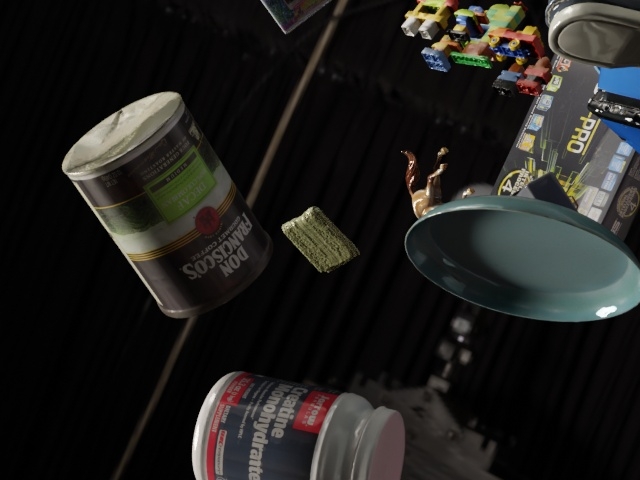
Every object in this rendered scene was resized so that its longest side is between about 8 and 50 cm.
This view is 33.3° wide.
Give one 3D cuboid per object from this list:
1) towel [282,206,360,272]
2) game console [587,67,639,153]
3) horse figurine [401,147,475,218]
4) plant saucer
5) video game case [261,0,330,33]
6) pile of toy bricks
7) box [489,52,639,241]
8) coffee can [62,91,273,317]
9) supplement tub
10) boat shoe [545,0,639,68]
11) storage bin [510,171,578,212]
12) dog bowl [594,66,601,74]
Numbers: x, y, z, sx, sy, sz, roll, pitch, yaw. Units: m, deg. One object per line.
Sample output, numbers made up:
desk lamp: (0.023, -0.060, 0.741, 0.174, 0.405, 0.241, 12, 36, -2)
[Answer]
towel: (0.000, 0.000, 2.210, 0.148, 0.110, 0.027, 45, -141, -20)
game console: (0.534, -0.207, 1.514, 0.250, 0.173, 0.293, 34, -178, -28)
horse figurine: (0.245, -0.068, 2.139, 0.066, 0.174, 0.263, -12, -128, -39)
plant saucer: (0.270, 0.022, 1.414, 0.317, 0.044, 0.318, 15, 156, 7)
video game case: (-0.043, -0.485, 1.975, 0.143, 0.157, 0.019, 54, -171, -1)
pile of toy bricks: (0.222, -0.268, 1.376, 0.212, 0.105, 0.118, 22, 159, 44)
box: (0.525, -0.176, 2.127, 0.097, 0.395, 0.318, 23, -175, -37)
coffee can: (-0.223, -0.052, 1.594, 0.275, 0.201, 0.201, 59, 168, -27)
supplement tub: (-0.031, 0.305, 1.562, 0.272, 0.191, 0.191, 8, 179, 21)
boat shoe: (0.325, -0.193, 0.980, 0.254, 0.079, 0.095, 7, 153, -8)
storage bin: (0.390, -0.049, 1.796, 0.135, 0.098, 0.091, 61, 171, 15)
dog bowl: (0.530, -0.384, 1.908, 0.297, 0.166, 0.074, 52, -176, -11)
